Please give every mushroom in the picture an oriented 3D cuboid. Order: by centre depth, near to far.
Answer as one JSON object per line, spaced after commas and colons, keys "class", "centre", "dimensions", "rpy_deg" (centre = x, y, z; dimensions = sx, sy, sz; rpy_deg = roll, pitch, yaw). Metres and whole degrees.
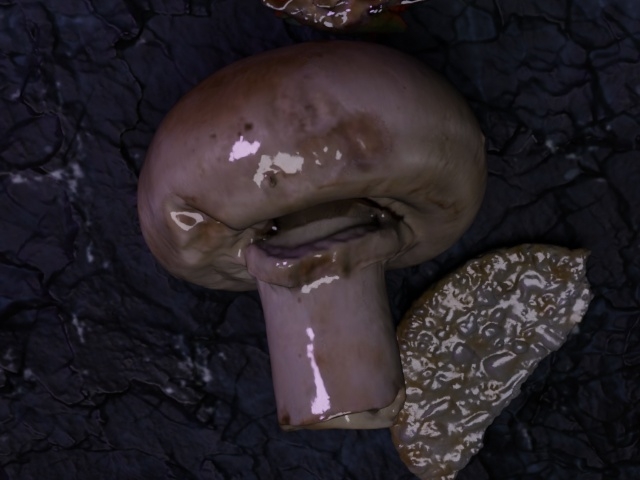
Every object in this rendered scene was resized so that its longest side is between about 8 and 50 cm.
{"class": "mushroom", "centre": [0.000, 0.000, 1.041], "dimensions": [0.292, 0.292, 0.290], "rpy_deg": [-12, 70, 7]}

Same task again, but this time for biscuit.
{"class": "biscuit", "centre": [0.138, 0.101, 1.240], "dimensions": [0.141, 0.038, 0.290], "rpy_deg": [31, 110, -11]}

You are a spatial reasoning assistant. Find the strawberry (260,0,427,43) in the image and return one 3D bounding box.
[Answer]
{"class": "strawberry", "centre": [0.027, -0.276, 1.042], "dimensions": [0.190, 0.111, 0.237], "rpy_deg": [9, 92, 8]}
